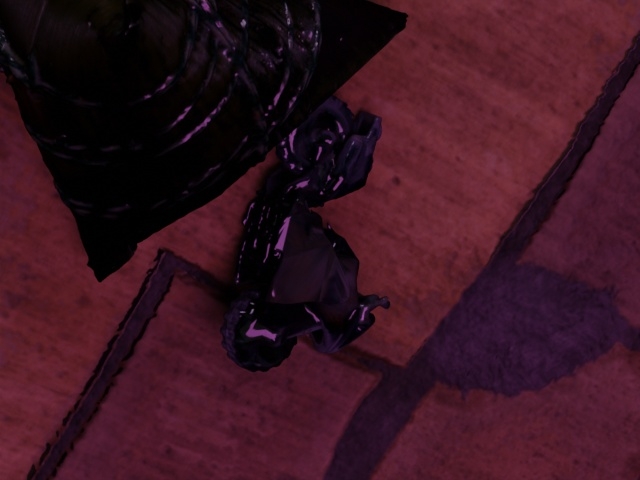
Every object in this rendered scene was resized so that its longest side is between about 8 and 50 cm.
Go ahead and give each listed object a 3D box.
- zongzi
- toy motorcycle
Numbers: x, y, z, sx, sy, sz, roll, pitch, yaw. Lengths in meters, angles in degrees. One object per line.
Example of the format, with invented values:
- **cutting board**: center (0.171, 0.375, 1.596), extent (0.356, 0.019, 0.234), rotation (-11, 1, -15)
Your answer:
- **zongzi**: center (-0.096, -0.171, 1.389), extent (0.362, 0.319, 0.383), rotation (-34, 141, -10)
- **toy motorcycle**: center (0.000, 0.000, 1.570), extent (0.159, 0.106, 0.270), rotation (13, 97, -32)
